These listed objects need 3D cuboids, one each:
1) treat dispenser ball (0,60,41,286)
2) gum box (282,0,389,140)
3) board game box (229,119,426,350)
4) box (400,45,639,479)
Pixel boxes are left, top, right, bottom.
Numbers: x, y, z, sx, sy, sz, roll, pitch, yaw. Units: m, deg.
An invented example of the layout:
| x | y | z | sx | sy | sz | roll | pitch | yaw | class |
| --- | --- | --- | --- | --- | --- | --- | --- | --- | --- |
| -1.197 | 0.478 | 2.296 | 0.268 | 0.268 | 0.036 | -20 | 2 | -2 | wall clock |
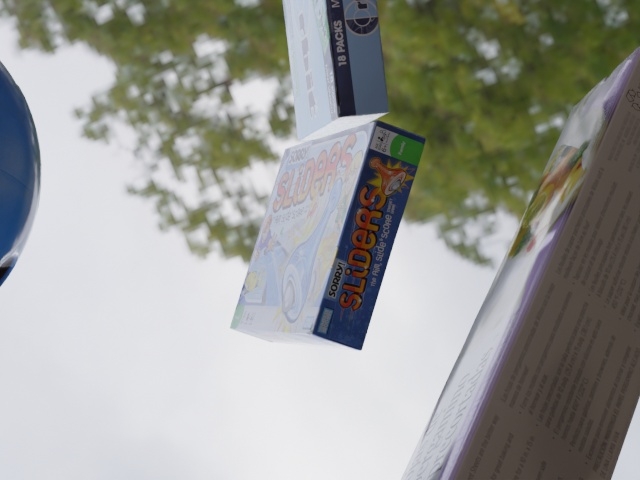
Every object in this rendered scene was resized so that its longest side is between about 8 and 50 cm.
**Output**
| x | y | z | sx | sy | sz | roll | pitch | yaw | class |
| --- | --- | --- | --- | --- | --- | --- | --- | --- | --- |
| -0.366 | -0.055 | 1.296 | 0.288 | 0.288 | 0.288 | 42 | -143 | -43 | treat dispenser ball |
| 0.007 | -0.162 | 1.238 | 0.184 | 0.041 | 0.157 | 167 | 97 | -81 | gum box |
| 0.000 | 0.000 | 1.060 | 0.035 | 0.201 | 0.136 | 19 | -98 | -16 | board game box |
| 0.107 | 0.037 | 0.713 | 0.067 | 0.063 | 0.324 | 36 | -133 | -7 | box |
